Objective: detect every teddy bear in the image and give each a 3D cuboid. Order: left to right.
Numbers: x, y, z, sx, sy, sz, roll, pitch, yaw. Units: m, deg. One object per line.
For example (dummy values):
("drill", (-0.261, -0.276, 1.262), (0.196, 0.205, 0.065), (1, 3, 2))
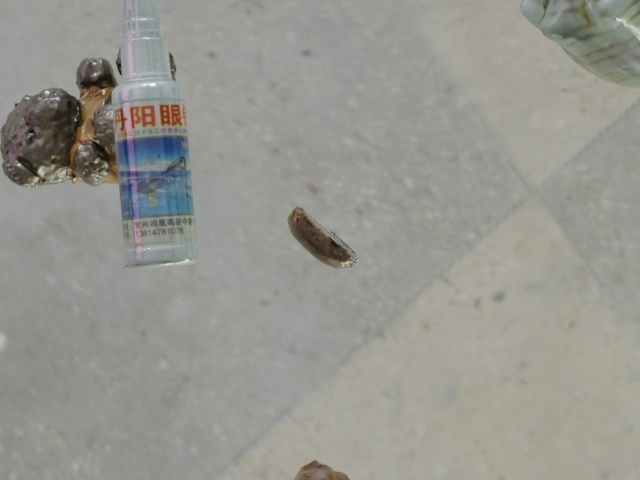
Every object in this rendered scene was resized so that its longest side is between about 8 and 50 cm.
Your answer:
("teddy bear", (-0.245, -0.116, 1.559), (0.190, 0.177, 0.140), (-5, 136, 6))

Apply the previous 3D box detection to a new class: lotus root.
("lotus root", (-0.001, 0.002, 1.498), (0.083, 0.037, 0.030), (40, 100, 8))

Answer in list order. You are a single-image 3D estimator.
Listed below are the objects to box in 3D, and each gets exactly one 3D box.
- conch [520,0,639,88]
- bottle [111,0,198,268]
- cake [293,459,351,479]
("conch", (0.242, -0.169, 0.940), (0.203, 0.169, 0.386), (-37, 136, 16))
("bottle", (-0.132, -0.087, 1.135), (0.060, 0.060, 0.217), (-5, 88, -19))
("cake", (0.036, 0.329, 0.832), (0.290, 0.282, 0.255), (29, 117, -10))
